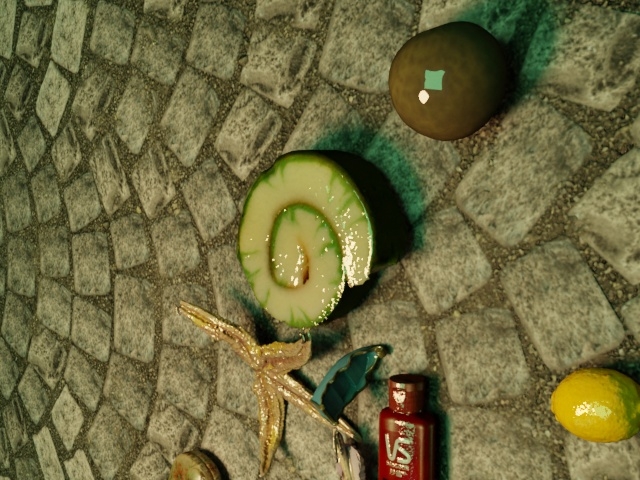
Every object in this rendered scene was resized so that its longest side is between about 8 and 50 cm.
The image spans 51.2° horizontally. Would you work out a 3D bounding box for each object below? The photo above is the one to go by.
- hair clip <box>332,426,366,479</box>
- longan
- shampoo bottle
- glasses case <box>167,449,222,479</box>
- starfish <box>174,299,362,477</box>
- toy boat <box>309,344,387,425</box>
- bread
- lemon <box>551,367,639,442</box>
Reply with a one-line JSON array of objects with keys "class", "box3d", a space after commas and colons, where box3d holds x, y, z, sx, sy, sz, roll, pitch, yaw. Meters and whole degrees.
[{"class": "hair clip", "box3d": [0.063, 0.519, 1.354, 0.106, 0.085, 0.292, 169, 91, -70]}, {"class": "longan", "box3d": [0.209, -0.267, 1.128, 0.212, 0.198, 0.198, 19, 105, 38]}, {"class": "shampoo bottle", "box3d": [0.165, 0.418, 1.281, 0.118, 0.076, 0.314, 4, 96, 43]}, {"class": "glasses case", "box3d": [-0.351, 0.737, 1.719, 0.156, 0.098, 0.425, 31, 112, 39]}, {"class": "starfish", "box3d": [-0.119, 0.307, 1.460, 0.384, 0.132, 0.398, -5, 102, 44]}, {"class": "toy boat", "box3d": [0.060, 0.276, 1.314, 0.077, 0.185, 0.075, 0, 130, 49]}, {"class": "bread", "box3d": [0.000, 0.000, 1.356, 0.382, 0.129, 0.366, 11, 102, 38]}, {"class": "lemon", "box3d": [0.426, 0.253, 1.031, 0.155, 0.114, 0.114, -9, 87, 51]}]
